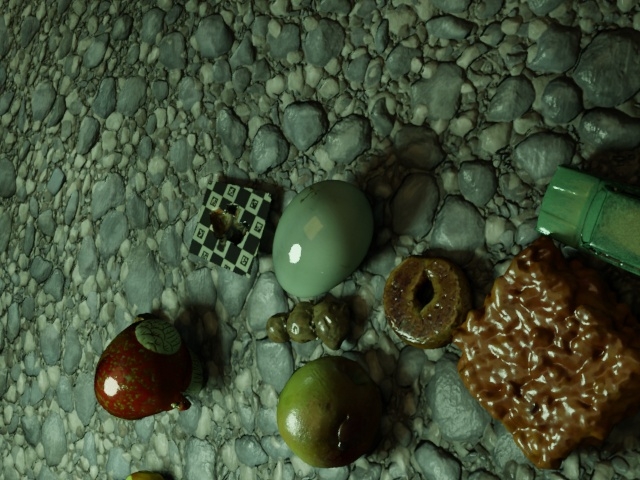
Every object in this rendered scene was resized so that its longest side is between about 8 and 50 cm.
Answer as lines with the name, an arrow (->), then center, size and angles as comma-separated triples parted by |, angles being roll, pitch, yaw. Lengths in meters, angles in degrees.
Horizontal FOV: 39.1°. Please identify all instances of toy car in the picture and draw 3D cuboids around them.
toy car -> 0.500, -0.023, 1.449 | 0.320, 0.097, 0.142 | 26, 104, 36

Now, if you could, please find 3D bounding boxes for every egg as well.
egg -> 0.000, 0.000, 1.782 | 0.183, 0.182, 0.264 | 48, 122, 29

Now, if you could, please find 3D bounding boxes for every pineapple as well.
pineapple -> -0.430, 0.258, 2.176 | 0.074, 0.074, 0.159 | 24, 105, 36

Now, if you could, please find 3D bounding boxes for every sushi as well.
sushi -> -0.192, -0.029, 2.023 | 0.210, 0.040, 0.193 | 17, 91, 39

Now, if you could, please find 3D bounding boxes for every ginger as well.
ginger -> -0.030, 0.174, 1.862 | 0.204, 0.080, 0.104 | -3, 92, 36

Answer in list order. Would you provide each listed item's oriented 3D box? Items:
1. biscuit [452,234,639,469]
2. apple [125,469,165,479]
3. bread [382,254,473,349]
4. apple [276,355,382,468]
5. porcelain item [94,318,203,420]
biscuit -> 0.386, 0.196, 1.515 | 0.312, 0.110, 0.318 | 49, 123, 24
apple -> -0.414, 0.593, 2.132 | 0.114, 0.099, 0.102 | 7, 76, 68
bread -> 0.203, 0.116, 1.700 | 0.193, 0.064, 0.193 | -7, 77, 36
apple -> 0.014, 0.336, 1.775 | 0.207, 0.174, 0.188 | 32, 111, 17
porcelain item -> -0.375, 0.309, 2.024 | 0.252, 0.253, 0.253 | -2, 87, 38
